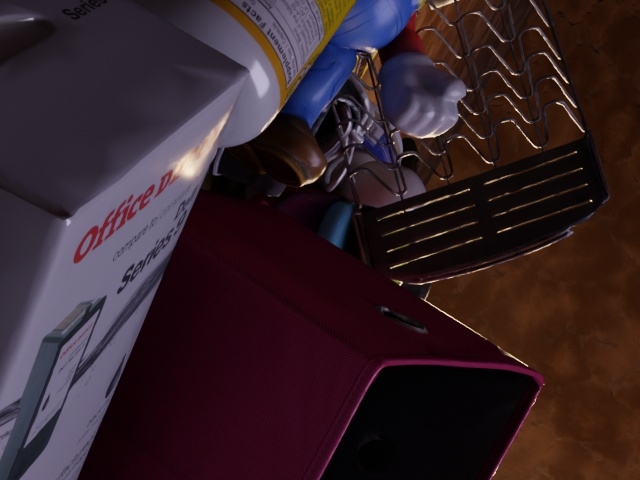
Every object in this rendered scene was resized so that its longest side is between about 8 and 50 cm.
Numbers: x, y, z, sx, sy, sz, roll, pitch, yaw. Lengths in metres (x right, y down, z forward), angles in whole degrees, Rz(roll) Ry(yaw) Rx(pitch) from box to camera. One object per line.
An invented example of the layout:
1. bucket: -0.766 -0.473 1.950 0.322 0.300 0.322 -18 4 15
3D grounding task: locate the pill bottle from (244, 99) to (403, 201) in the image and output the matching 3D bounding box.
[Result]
1. pill bottle: -0.007 -0.048 1.774 0.187 0.112 0.112 -54 171 -39

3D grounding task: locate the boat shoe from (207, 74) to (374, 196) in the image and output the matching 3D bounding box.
1. boat shoe: -0.012 -0.104 1.525 0.113 0.105 0.306 -62 173 16

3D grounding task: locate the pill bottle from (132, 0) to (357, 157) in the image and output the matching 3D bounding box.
1. pill bottle: -0.055 -0.127 1.052 0.208 0.117 0.117 -57 173 -31

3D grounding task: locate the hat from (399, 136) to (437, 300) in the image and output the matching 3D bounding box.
1. hat: 0.033 0.059 1.917 0.331 0.134 0.331 -48 -167 15

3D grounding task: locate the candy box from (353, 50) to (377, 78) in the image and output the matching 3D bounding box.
1. candy box: 0.052 -0.227 1.823 0.105 0.027 0.206 -61 174 -25

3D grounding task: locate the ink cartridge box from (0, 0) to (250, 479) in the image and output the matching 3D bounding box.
1. ink cartridge box: -0.167 0.037 0.891 0.289 0.121 0.211 -65 173 30

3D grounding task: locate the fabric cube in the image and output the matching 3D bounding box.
1. fabric cube: -0.058 0.124 1.197 0.254 0.258 0.259 13 108 -60

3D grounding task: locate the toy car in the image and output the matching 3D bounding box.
1. toy car: 0.000 0.000 1.594 0.182 0.136 0.159 28 -73 59

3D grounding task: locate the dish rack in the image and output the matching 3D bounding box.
1. dish rack: 0.093 -0.106 1.380 0.074 0.208 0.271 51 22 -58

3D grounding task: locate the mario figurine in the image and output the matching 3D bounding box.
1. mario figurine: 0.047 -0.195 1.282 0.320 0.170 0.198 -53 161 -20
